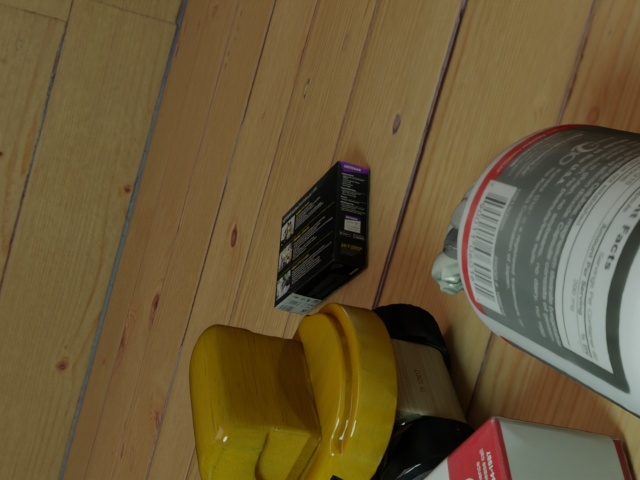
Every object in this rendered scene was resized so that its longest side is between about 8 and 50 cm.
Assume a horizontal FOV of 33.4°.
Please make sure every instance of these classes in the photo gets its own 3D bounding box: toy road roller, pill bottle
[{"bbox_3d":[-0.020,0.202,0.967,0.202,0.241,0.329,-104,34,-51],"label":"toy road roller"},{"bbox_3d":[0.208,0.025,0.606,0.283,0.161,0.161,-149,74,-68],"label":"pill bottle"}]

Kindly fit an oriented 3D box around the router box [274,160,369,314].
[{"bbox_3d":[0.000,0.000,1.311,0.179,0.046,0.133,139,139,-57],"label":"router box"}]

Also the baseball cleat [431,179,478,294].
[{"bbox_3d":[0.156,-0.015,0.890,0.206,0.072,0.109,-21,51,61],"label":"baseball cleat"}]

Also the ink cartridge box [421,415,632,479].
[{"bbox_3d":[0.113,0.280,0.759,0.273,0.114,0.197,126,149,-44],"label":"ink cartridge box"}]
